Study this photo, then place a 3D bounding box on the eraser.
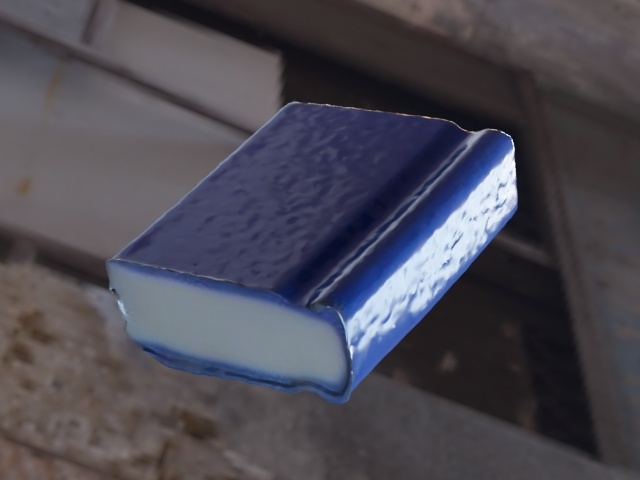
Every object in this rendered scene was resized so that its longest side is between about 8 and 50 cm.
[{"bbox_3d":[0.000,0.000,0.451,0.084,0.063,0.027,-45,137,-46],"label":"eraser"}]
